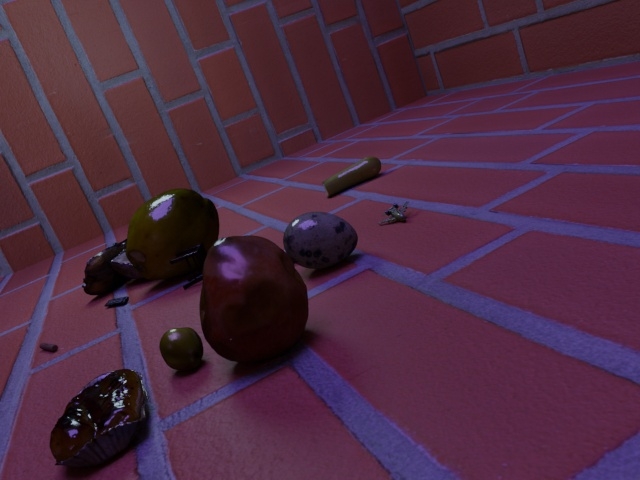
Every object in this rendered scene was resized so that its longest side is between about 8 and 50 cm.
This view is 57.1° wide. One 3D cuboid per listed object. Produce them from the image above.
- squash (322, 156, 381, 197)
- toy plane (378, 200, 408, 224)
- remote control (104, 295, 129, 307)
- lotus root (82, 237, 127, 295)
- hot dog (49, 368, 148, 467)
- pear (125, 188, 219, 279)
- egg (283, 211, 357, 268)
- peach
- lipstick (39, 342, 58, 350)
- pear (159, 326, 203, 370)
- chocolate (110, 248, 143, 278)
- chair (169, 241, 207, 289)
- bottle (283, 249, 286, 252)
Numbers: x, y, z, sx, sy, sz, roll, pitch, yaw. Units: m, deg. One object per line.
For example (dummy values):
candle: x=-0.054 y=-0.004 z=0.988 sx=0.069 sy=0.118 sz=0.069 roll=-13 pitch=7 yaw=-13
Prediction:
squash: x=0.116 y=-0.241 z=2.198 sx=0.250 sy=0.083 sz=0.083 roll=-27 pitch=17 yaw=-12
toy plane: x=0.204 y=-0.074 z=1.598 sx=0.102 sy=0.040 sz=0.111 roll=-41 pitch=15 yaw=-2
remote control: x=-0.632 y=0.193 z=1.827 sx=0.091 sy=0.016 sz=0.034 roll=-11 pitch=34 yaw=32
lotus root: x=-0.708 y=0.089 z=2.096 sx=0.078 sy=0.167 sz=0.329 roll=21 pitch=30 yaw=11
hot dog: x=-0.387 y=0.300 z=1.037 sx=0.163 sy=0.081 sz=0.270 roll=-23 pitch=15 yaw=-12
pear: x=-0.466 y=-0.019 z=1.868 sx=0.269 sy=0.269 sz=0.321 roll=2 pitch=53 yaw=55
egg: x=0.000 y=0.000 z=1.434 sx=0.182 sy=0.141 sz=0.141 roll=-3 pitch=17 yaw=1
peach: x=-0.135 y=0.102 z=1.100 sx=0.215 sy=0.235 sz=0.214 roll=-16 pitch=7 yaw=2
lipstick: x=-0.756 y=0.296 z=1.637 sx=0.094 sy=0.018 sz=0.019 roll=-5 pitch=22 yaw=45
pear: x=-0.273 y=0.216 z=1.171 sx=0.092 sy=0.092 sz=0.097 roll=-30 pitch=60 yaw=-29
chocolate: x=-0.581 y=0.051 z=2.083 sx=0.185 sy=0.100 sz=0.303 roll=-2 pitch=25 yaw=22
chair: x=-0.318 y=0.054 z=1.728 sx=0.213 sy=0.101 sz=0.084 roll=-21 pitch=17 yaw=5
bottle: x=-0.054 y=0.028 z=1.584 sx=0.097 sy=0.045 sz=0.045 roll=-24 pitch=16 yaw=-1
